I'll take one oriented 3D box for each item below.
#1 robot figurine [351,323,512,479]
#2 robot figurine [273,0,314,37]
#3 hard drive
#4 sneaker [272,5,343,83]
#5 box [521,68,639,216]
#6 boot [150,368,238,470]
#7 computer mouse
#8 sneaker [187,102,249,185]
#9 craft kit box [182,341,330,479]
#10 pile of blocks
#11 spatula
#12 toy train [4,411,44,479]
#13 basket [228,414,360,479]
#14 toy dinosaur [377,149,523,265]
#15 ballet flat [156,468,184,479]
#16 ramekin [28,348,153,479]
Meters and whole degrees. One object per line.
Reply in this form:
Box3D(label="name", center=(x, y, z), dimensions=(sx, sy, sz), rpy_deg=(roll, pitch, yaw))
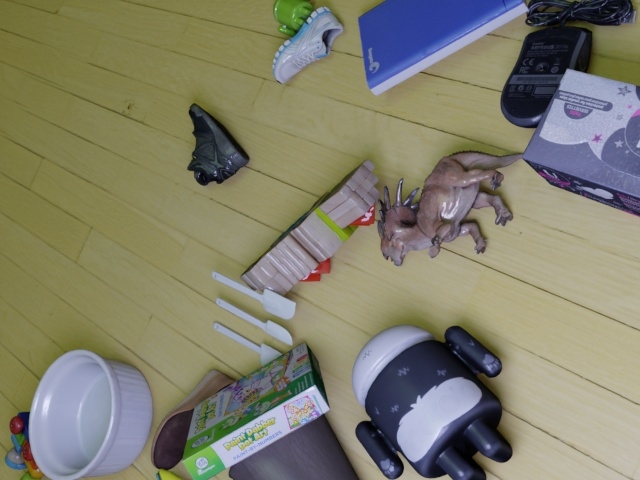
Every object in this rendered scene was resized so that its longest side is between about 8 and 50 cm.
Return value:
Box3D(label="robot figurine", center=(0.172, 0.258, 1.186), dimensions=(0.278, 0.209, 0.173), rpy_deg=(45, 145, 36))
Box3D(label="robot figurine", center=(-0.059, -0.505, 1.666), dimensions=(0.115, 0.067, 0.101), rpy_deg=(35, 108, 38))
Box3D(label="hard drive", center=(0.221, -0.432, 1.433), dimensions=(0.319, 0.040, 0.210), rpy_deg=(-25, 50, 27))
Box3D(label="sneaker", center=(-0.026, -0.408, 1.611), dimensions=(0.190, 0.071, 0.083), rpy_deg=(-49, 59, 13))
Box3D(label="box", center=(0.462, -0.137, 1.121), dimensions=(0.247, 0.142, 0.163), rpy_deg=(28, 92, 38))
Box3D(label="boot", center=(-0.216, 0.396, 1.466), dimensions=(0.207, 0.090, 0.248), rpy_deg=(38, 95, 40))
Box3D(label="computer mouse", center=(0.401, -0.292, 1.269), dimensions=(0.189, 0.072, 0.272), rpy_deg=(16, 73, 40))
Box3D(label="sneaker", center=(-0.265, -0.213, 1.705), dimensions=(0.130, 0.087, 0.227), rpy_deg=(-43, 60, 10))
Box3D(label="craft kit box", center=(-0.111, 0.290, 1.304), dimensions=(0.247, 0.250, 0.061), rpy_deg=(-33, 99, 0))
Box3D(label="pile of blocks", center=(0.000, 0.000, 1.451), dimensions=(0.112, 0.149, 0.362), rpy_deg=(46, 120, -7))
Box3D(label="spatula", center=(-0.140, 0.161, 1.497), dimensions=(0.242, 0.019, 0.168), rpy_deg=(20, 119, 38))
Box3D(label="toy train", center=(-0.651, 0.526, 1.739), dimensions=(0.248, 0.105, 0.143), rpy_deg=(43, 112, 37))
Box3D(label="basket", center=(-0.008, 0.430, 1.266), dimensions=(0.227, 0.204, 0.154), rpy_deg=(48, 143, 27))
Box3D(label="toy dinosaur", center=(0.210, -0.074, 1.301), dimensions=(0.295, 0.127, 0.200), rpy_deg=(-51, 46, 4))
Box3D(label="ballet flat", center=(-0.243, 0.528, 1.444), dimensions=(0.077, 0.077, 0.231), rpy_deg=(-28, 53, -9))
Box3D(label="ramekin", center=(-0.497, 0.384, 1.646), dimensions=(0.277, 0.135, 0.277), rpy_deg=(-12, 69, 33))
